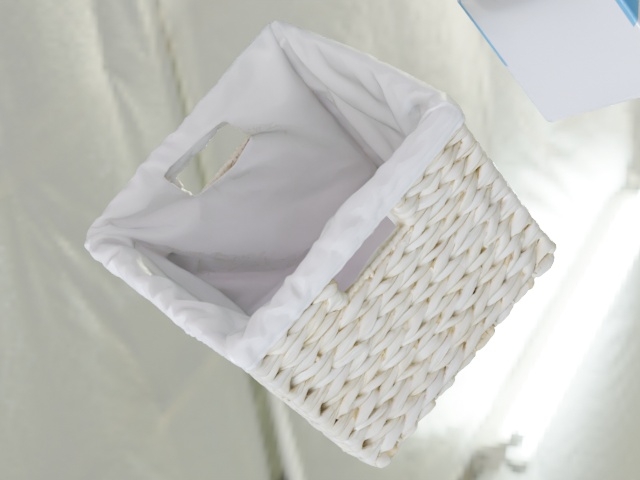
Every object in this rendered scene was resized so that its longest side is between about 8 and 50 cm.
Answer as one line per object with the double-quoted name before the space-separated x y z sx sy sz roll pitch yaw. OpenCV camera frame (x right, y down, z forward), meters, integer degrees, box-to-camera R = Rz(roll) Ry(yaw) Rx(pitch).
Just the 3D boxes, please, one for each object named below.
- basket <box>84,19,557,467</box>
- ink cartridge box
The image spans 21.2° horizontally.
"basket" 0.000 0.000 1.761 0.328 0.331 0.266 -50 -50 -7
"ink cartridge box" 0.330 -0.314 1.977 0.198 0.197 0.270 49 -129 -24
